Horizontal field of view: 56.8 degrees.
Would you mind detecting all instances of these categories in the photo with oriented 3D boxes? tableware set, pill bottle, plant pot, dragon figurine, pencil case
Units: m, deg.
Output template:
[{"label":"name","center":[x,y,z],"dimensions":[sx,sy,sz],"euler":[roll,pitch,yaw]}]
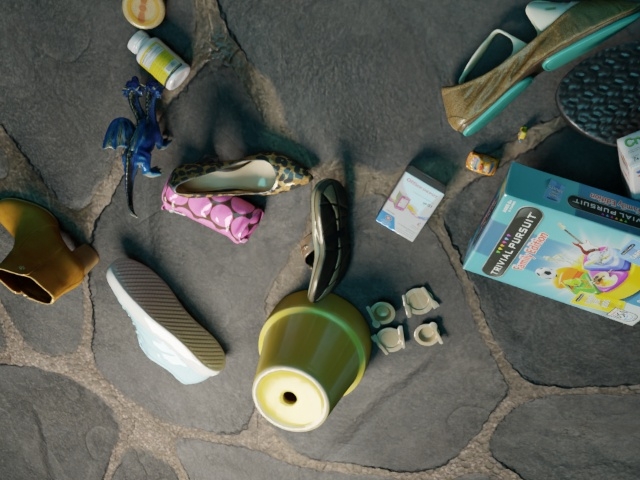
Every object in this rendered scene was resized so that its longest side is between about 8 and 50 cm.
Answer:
[{"label":"tableware set","center":[0.183,0.179,1.294],"dimensions":[0.169,0.020,0.141],"euler":[-17,109,15]},{"label":"pill bottle","center":[-0.323,-0.361,1.178],"dimensions":[0.116,0.065,0.065],"euler":[42,117,-4]},{"label":"plant pot","center":[-0.032,0.271,1.281],"dimensions":[0.254,0.239,0.253],"euler":[6,115,14]},{"label":"dragon figurine","center":[-0.375,-0.197,1.191],"dimensions":[0.085,0.288,0.144],"euler":[7,153,15]},{"label":"pencil case","center":[-0.233,-0.069,1.270],"dimensions":[0.210,0.095,0.098],"euler":[26,83,5]}]

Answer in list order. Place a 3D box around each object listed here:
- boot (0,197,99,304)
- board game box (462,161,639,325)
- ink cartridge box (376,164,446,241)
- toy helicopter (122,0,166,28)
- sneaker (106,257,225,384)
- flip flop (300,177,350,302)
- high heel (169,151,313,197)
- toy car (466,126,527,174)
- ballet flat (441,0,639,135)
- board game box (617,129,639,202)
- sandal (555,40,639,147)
[{"label":"boot","center":[-0.682,0.019,1.366],"dimensions":[0.295,0.211,0.104],"euler":[32,117,1]},{"label":"board game box","center":[0.455,0.016,1.053],"dimensions":[0.336,0.079,0.253],"euler":[18,149,7]},{"label":"ink cartridge box","center":[0.179,-0.074,1.172],"dimensions":[0.089,0.052,0.122],"euler":[30,117,1]},{"label":"toy helicopter","center":[-0.360,-0.564,1.066],"dimensions":[0.235,0.140,0.354],"euler":[-21,126,-4]},{"label":"sneaker","center":[-0.400,0.212,1.417],"dimensions":[0.150,0.135,0.365],"euler":[-35,100,23]},{"label":"flip flop","center":[0.000,0.000,1.235],"dimensions":[0.080,0.112,0.276],"euler":[19,123,36]},{"label":"high heel","center":[-0.158,-0.114,1.173],"dimensions":[0.262,0.186,0.093],"euler":[8,115,13]},{"label":"toy car","center":[0.323,-0.169,1.095],"dimensions":[0.060,0.040,0.122],"euler":[34,118,-1]},{"label":"ballet flat","center":[0.347,-0.318,0.998],"dimensions":[0.342,0.116,0.124],"euler":[-35,81,30]},{"label":"board game box","center":[0.572,-0.127,0.913],"dimensions":[0.193,0.305,0.053],"euler":[-22,70,23]},{"label":"sandal","center":[0.602,-0.246,0.943],"dimensions":[0.447,0.107,0.167],"euler":[-11,89,7]}]
